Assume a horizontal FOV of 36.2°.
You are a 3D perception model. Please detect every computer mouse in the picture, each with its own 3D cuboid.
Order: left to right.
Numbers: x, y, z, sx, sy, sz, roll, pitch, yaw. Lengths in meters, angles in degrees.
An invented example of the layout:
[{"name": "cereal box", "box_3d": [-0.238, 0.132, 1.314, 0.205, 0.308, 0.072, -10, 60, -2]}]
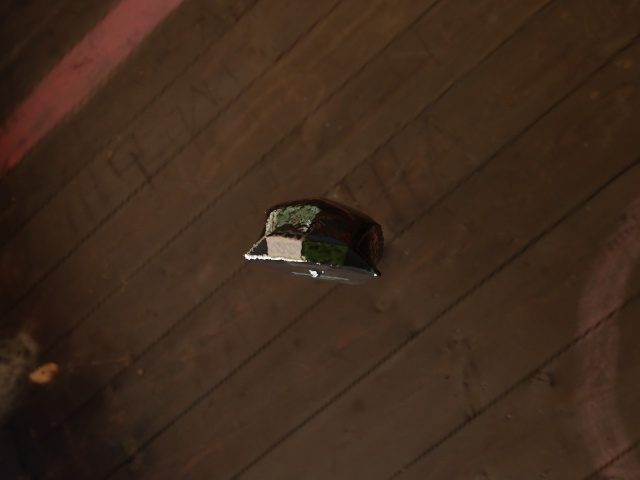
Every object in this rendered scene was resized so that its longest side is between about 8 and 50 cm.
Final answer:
[{"name": "computer mouse", "box_3d": [0.000, 0.000, 0.728, 0.099, 0.172, 0.057, 5, -97, 6]}]
